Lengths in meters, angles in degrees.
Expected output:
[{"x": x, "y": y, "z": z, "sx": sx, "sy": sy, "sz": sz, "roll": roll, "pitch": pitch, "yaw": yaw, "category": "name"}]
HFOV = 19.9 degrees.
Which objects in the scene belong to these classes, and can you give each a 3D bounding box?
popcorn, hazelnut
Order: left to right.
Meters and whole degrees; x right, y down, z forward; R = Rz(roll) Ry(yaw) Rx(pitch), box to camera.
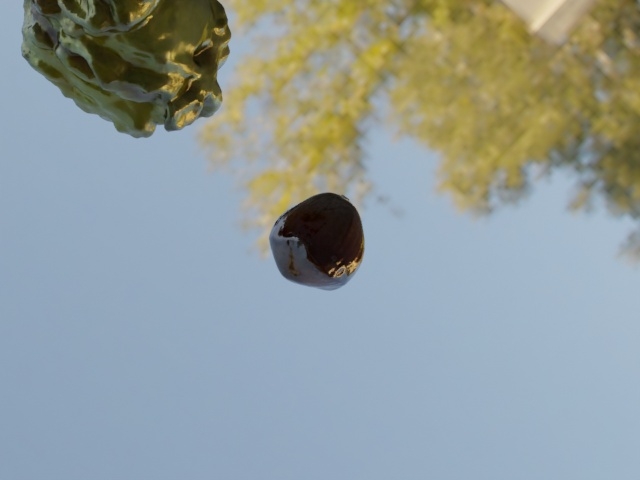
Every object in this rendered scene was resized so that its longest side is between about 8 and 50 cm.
[{"x": -0.230, "y": -0.242, "z": 2.024, "sx": 0.174, "sy": 0.225, "sz": 0.286, "roll": -69, "pitch": -29, "yaw": -28, "category": "popcorn"}, {"x": 0.000, "y": 0.000, "z": 1.428, "sx": 0.086, "sy": 0.086, "sz": 0.086, "roll": 32, "pitch": -152, "yaw": -20, "category": "hazelnut"}]
